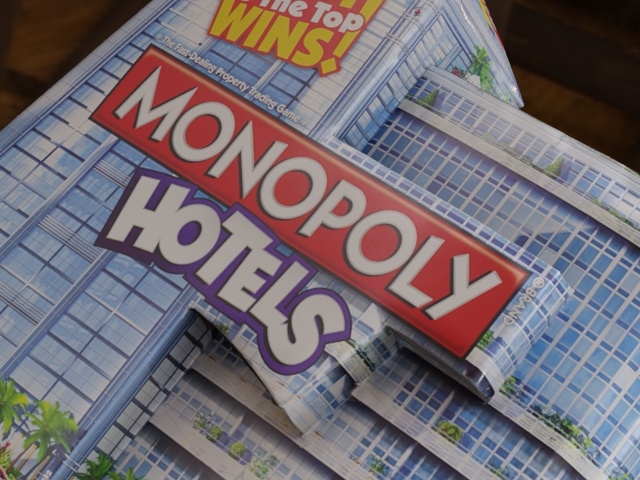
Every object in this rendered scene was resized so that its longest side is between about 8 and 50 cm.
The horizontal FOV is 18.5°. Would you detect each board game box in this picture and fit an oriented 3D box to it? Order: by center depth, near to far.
[{"bbox_3d":[0.000,0.000,0.468,0.194,0.060,0.194,31,-100,36],"label":"board game box"}]
